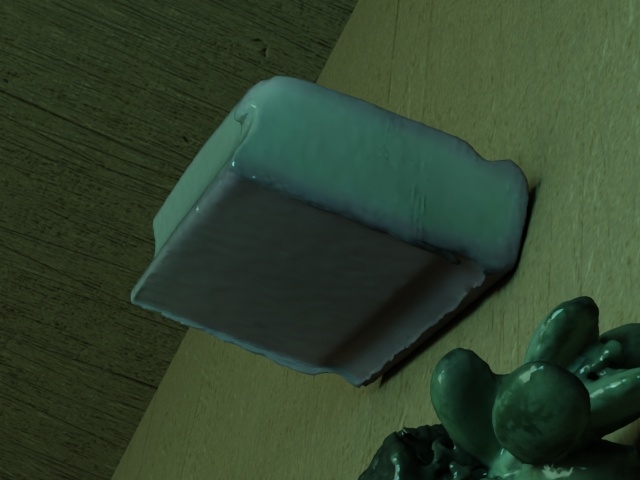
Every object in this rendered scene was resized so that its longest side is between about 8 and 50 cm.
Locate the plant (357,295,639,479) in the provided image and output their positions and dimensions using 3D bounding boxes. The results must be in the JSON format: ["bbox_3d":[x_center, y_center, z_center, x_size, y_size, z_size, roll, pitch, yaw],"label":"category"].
[{"bbox_3d":[0.114,0.149,1.235,0.274,0.149,0.146,-54,-10,32],"label":"plant"}]

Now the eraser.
[{"bbox_3d":[0.000,0.000,1.786,0.359,0.272,0.122,130,160,-62],"label":"eraser"}]
